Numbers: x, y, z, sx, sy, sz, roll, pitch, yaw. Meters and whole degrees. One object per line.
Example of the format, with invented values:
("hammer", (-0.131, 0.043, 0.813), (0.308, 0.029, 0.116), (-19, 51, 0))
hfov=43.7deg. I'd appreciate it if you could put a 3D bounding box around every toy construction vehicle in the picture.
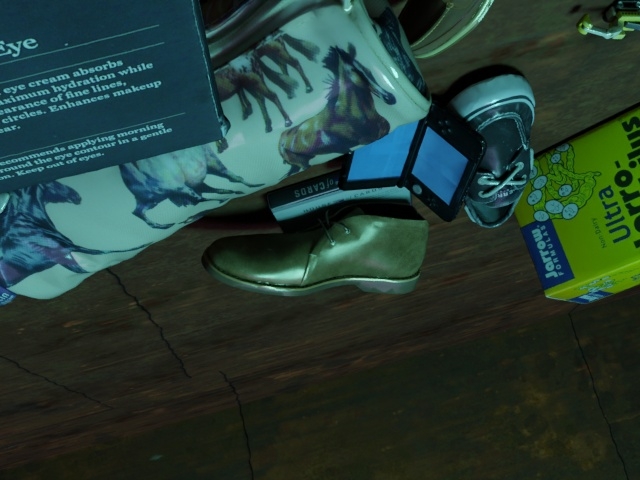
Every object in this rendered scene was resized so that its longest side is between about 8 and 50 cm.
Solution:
("toy construction vehicle", (0.304, -0.227, 0.759), (0.098, 0.035, 0.086), (-7, 159, -25))

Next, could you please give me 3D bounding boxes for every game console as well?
("game console", (0.099, -0.082, 0.890), (0.085, 0.124, 0.144), (-35, 157, -28))

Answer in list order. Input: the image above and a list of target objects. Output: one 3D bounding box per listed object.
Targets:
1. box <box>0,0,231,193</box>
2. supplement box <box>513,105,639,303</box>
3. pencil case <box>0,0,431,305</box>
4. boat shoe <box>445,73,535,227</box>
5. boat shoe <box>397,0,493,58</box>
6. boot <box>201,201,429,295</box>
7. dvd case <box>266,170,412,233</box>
("box", (-0.234, -0.146, 0.325), (0.343, 0.179, 0.312), (-14, 162, -7))
("supplement box", (0.468, -0.067, 1.099), (0.356, 0.194, 0.195), (-27, 159, 29))
("pencil case", (-0.116, -0.089, 0.613), (0.410, 0.160, 0.183), (-24, 174, 22))
("boat shoe", (0.207, -0.092, 0.956), (0.108, 0.102, 0.301), (-17, 161, 0))
("boat shoe", (0.109, -0.212, 0.608), (0.060, 0.064, 0.178), (5, 146, -37))
("boot", (0.000, 0.000, 1.018), (0.305, 0.112, 0.115), (-1, 126, -25))
("dvd case", (0.036, -0.037, 1.085), (0.179, 0.030, 0.239), (-17, 161, 3))
